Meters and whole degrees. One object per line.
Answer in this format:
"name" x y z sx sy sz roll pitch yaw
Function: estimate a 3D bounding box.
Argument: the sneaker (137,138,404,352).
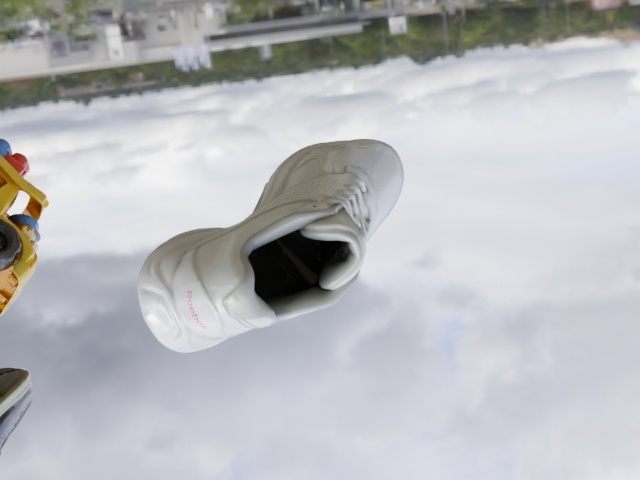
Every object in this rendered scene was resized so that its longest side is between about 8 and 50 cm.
"sneaker" 0.000 0.000 0.641 0.115 0.090 0.232 -4 -153 45

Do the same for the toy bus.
"toy bus" -0.431 -0.039 1.280 0.149 0.220 0.211 -42 -174 43

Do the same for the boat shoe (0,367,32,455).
"boat shoe" -0.279 0.171 0.712 0.080 0.073 0.223 -7 -159 22
